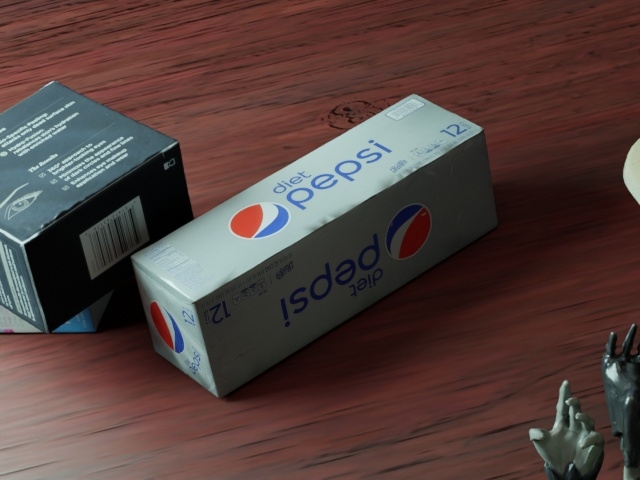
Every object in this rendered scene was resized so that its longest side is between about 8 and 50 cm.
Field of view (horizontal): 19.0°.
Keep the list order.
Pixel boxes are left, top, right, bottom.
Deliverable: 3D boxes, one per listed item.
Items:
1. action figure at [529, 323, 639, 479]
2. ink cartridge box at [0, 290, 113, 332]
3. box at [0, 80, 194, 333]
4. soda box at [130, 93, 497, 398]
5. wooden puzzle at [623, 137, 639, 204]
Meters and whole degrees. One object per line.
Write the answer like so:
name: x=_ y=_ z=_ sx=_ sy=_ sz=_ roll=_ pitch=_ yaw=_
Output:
action figure: x=0.208 y=0.144 z=1.165 sx=0.164 sy=0.141 sz=0.276 roll=0 pitch=33 yaw=14
ink cartridge box: x=-0.259 y=0.021 z=1.551 sx=0.181 sy=0.062 sz=0.104 roll=-1 pitch=36 yaw=14
box: x=-0.207 y=-0.029 z=1.471 sx=0.156 sy=0.093 sz=0.158 roll=-35 pitch=45 yaw=-30
soda box: x=0.000 y=0.000 z=1.470 sx=0.286 sy=0.098 sz=0.091 roll=-31 pitch=40 yaw=-25
wooden puzzle: x=0.406 y=0.040 z=1.247 sx=0.347 sy=0.080 sz=0.322 roll=0 pitch=33 yaw=-20
